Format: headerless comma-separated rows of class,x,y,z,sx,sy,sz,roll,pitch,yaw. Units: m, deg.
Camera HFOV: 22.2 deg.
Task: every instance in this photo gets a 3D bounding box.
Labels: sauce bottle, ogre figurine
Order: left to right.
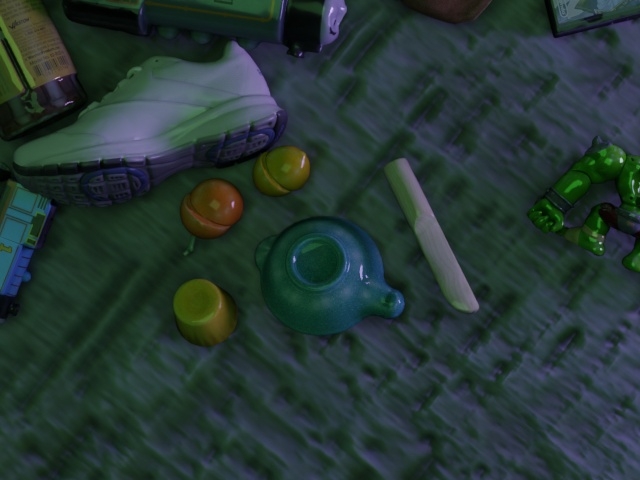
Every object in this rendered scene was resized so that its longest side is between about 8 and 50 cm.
sauce bottle,-0.367,-0.281,1.755,0.111,0.111,0.344,-24,93,2
ogre figurine,0.334,-0.032,1.740,0.197,0.097,0.118,27,103,13

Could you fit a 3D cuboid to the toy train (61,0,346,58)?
toy train,-0.122,-0.303,1.740,0.334,0.142,0.190,9,95,5

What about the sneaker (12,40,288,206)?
sneaker,-0.190,-0.124,1.757,0.297,0.111,0.129,-17,71,-16

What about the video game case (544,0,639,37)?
video game case,0.342,-0.382,1.769,0.248,0.035,0.275,-14,89,2

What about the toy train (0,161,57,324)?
toy train,-0.359,0.009,1.780,0.105,0.080,0.184,21,91,-3

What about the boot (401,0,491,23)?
boot,0.184,-0.374,1.741,0.115,0.112,0.305,27,105,-10

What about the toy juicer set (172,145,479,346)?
toy juicer set,0.000,0.000,1.768,0.329,0.089,0.209,-5,72,6
